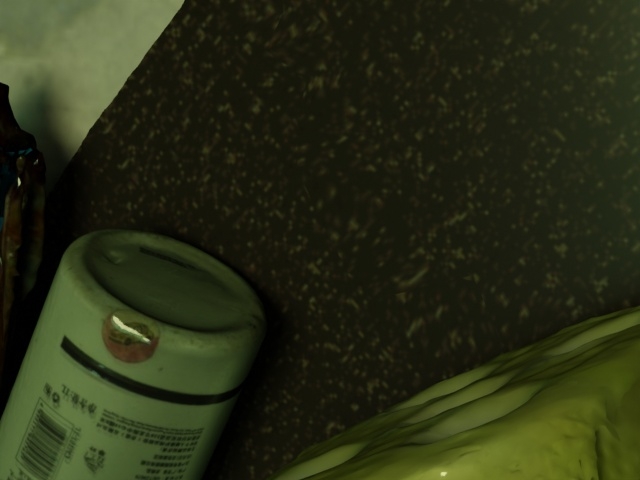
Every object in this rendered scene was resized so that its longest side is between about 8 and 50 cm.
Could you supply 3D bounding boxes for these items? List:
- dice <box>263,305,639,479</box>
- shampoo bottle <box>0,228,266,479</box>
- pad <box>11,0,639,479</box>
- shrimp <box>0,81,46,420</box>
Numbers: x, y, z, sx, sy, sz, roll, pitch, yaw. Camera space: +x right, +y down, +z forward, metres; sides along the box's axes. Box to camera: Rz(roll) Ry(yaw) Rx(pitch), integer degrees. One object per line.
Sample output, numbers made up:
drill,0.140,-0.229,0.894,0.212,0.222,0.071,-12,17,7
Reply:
dice,0.076,0.124,0.485,0.169,0.169,0.166,-26,88,43
shampoo bottle,-0.107,0.125,0.645,0.085,0.085,0.262,33,114,20
pad,0.000,0.000,0.615,0.220,0.004,0.330,47,117,14
shrimp,-0.219,0.017,0.706,0.222,0.054,0.290,41,125,18
